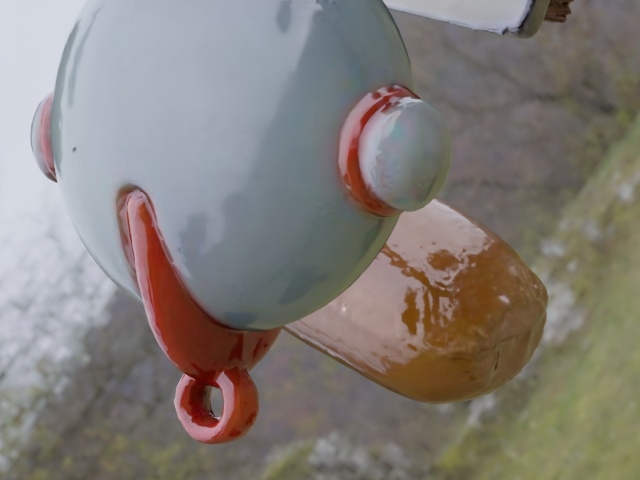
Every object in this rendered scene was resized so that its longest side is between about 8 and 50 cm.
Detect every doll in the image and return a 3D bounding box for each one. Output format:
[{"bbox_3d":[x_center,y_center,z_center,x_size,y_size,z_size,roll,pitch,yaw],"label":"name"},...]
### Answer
[{"bbox_3d":[-0.023,-0.098,0.652,0.105,0.200,0.336,2,-89,-54],"label":"doll"}]

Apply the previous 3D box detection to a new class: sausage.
[{"bbox_3d":[0.001,0.000,1.016,0.105,0.274,0.105,-28,-47,-35],"label":"sausage"}]

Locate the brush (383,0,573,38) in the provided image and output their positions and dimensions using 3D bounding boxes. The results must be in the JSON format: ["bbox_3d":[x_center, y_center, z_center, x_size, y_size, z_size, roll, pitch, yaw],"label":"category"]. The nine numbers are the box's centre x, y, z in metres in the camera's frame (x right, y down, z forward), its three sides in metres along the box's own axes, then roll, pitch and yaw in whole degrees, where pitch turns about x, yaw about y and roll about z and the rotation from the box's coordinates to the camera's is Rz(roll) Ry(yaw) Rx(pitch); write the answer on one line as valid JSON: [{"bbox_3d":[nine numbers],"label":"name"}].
[{"bbox_3d":[-0.007,-0.149,0.887,0.050,0.321,0.060,-7,-70,-43],"label":"brush"}]
